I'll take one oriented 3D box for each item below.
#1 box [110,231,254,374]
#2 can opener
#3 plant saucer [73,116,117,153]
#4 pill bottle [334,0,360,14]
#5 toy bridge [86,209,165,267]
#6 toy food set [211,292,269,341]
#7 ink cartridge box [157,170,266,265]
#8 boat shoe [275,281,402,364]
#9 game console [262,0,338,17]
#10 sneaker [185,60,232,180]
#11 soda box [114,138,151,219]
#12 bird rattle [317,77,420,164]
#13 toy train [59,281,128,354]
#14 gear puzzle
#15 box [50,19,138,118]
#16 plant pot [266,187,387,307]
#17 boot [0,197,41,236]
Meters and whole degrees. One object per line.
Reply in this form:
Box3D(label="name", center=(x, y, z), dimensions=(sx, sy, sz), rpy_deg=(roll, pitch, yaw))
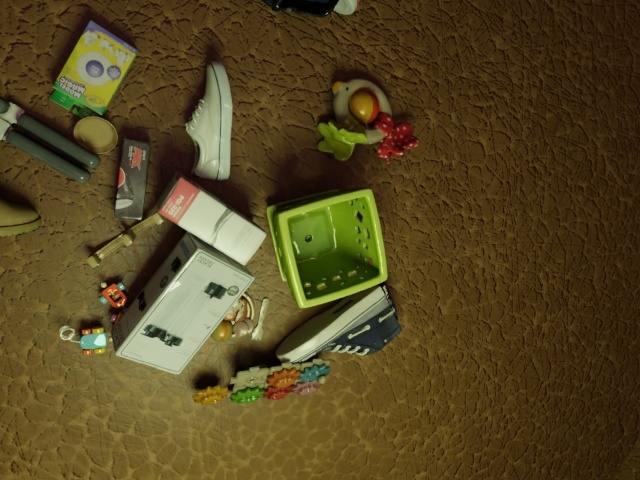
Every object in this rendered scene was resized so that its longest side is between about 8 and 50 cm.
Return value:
Box3D(label="box", center=(-0.304, 0.142, 1.075), dimensions=(0.169, 0.087, 0.290), rpy_deg=(33, 97, -41))
Box3D(label="can opener", center=(-0.580, -0.211, 0.951), dimensions=(0.283, 0.095, 0.076), rpy_deg=(32, 88, -16))
Box3D(label="plant saucer", center=(-0.470, -0.223, 1.023), dimensions=(0.083, 0.015, 0.084), rpy_deg=(-10, 129, -12))
Box3D(label="pill bottle", center=(0.081, -0.632, 1.118), dimensions=(0.108, 0.108, 0.194), rpy_deg=(32, 88, -23))
Box3D(label="toy bridge", center=(-0.419, -0.009, 1.067), dimensions=(0.188, 0.063, 0.026), rpy_deg=(-34, 109, -1))
Box3D(label="toy food set", center=(-0.220, 0.186, 1.195), dimensions=(0.191, 0.038, 0.133), rpy_deg=(11, 96, -22))
Box3D(label="ink cartridge box", center=(-0.242, -0.051, 1.077), dimensions=(0.217, 0.158, 0.092), rpy_deg=(33, 90, -22))
Box3D(label="boat shoe", center=(0.062, 0.255, 1.266), dimensions=(0.340, 0.127, 0.158), rpy_deg=(-32, 104, -12))
Box3D(label="game console", center=(-0.036, -0.655, 1.036), dimensions=(0.250, 0.173, 0.293), rpy_deg=(32, 87, -23))
Box3D(label="sneaker", center=(-0.247, -0.259, 1.071), dimensions=(0.091, 0.094, 0.258), rpy_deg=(-4, 102, -25))
Box3D(label="soda box", center=(-0.407, -0.132, 1.057), dimensions=(0.060, 0.053, 0.169), rpy_deg=(6, 97, -22))
Box3D(label="bird rattle", center=(0.119, -0.297, 1.193), dimensions=(0.253, 0.143, 0.207), rpy_deg=(-8, 87, -22))
Box3D(label="toy train", center=(-0.486, 0.172, 1.090), dimensions=(0.166, 0.046, 0.125), rpy_deg=(-43, 110, -12))
Box3D(label="gear puzzle", center=(-0.141, 0.365, 1.205), dimensions=(0.338, 0.044, 0.176), rpy_deg=(-2, 141, -20))
Box3D(label="box", center=(-0.466, -0.341, 1.002), dimensions=(0.105, 0.043, 0.179), rpy_deg=(29, 91, -23))
Box3D(label="plant pot", center=(0.000, 0.000, 1.153), dimensions=(0.228, 0.207, 0.227), rpy_deg=(-16, 106, -18))
Box3D(label="boot", center=(-0.617, -0.141, 0.886), dimensions=(0.089, 0.236, 0.270), rpy_deg=(11, 103, 18))
